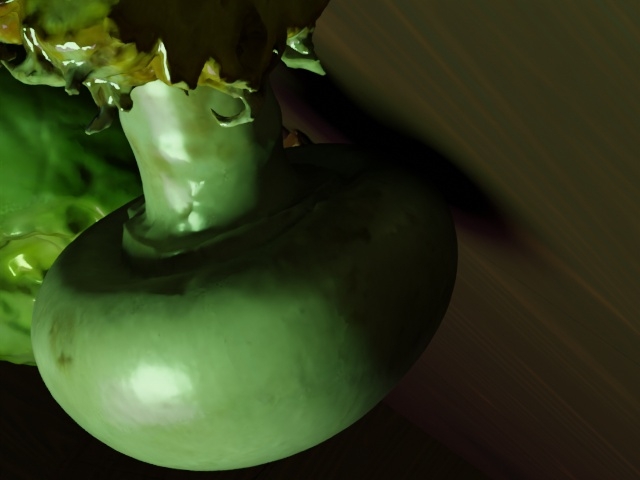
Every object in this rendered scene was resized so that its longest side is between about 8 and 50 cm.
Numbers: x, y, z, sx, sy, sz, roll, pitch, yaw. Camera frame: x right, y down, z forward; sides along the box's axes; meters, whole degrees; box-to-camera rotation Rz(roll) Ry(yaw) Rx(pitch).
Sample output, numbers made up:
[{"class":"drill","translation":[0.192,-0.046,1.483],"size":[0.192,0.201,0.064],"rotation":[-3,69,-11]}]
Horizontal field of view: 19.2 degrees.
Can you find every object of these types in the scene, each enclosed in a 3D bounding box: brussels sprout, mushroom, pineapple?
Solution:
[{"class":"brussels sprout","translation":[-0.239,-0.021,1.481],"size":[0.344,0.268,0.344],"rotation":[30,173,4]},{"class":"mushroom","translation":[-0.050,0.010,0.867],"size":[0.209,0.206,0.206],"rotation":[40,174,-29]},{"class":"pineapple","translation":[-0.043,-0.093,0.534],"size":[0.069,0.116,0.137],"rotation":[9,-158,32]}]

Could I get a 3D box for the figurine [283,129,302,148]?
[{"class":"figurine","translation":[0.000,0.000,1.106],"size":[0.140,0.075,0.068],"rotation":[43,172,-32]}]
